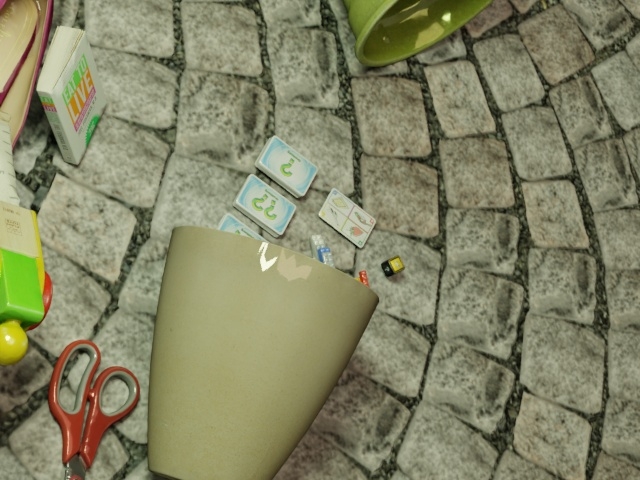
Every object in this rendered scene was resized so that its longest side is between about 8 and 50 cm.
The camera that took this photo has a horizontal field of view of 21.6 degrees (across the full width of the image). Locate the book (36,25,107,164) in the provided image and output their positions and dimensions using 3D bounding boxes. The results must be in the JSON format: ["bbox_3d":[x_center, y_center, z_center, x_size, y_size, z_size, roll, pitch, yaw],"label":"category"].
[{"bbox_3d":[-0.295,-0.170,1.985,0.035,0.144,0.096,11,61,13],"label":"book"}]

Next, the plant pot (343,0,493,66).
[{"bbox_3d":[0.099,-0.418,2.266,0.276,0.276,0.254,-24,75,-36],"label":"plant pot"}]

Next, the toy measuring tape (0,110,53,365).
[{"bbox_3d":[-0.353,0.005,1.770,0.121,0.121,0.330,10,44,-29],"label":"toy measuring tape"}]

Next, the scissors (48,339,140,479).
[{"bbox_3d":[-0.286,0.255,1.902,0.109,0.021,0.297,29,60,-23],"label":"scissors"}]

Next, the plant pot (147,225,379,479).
[{"bbox_3d":[-0.093,0.156,1.940,0.256,0.256,0.274,23,77,-24],"label":"plant pot"}]

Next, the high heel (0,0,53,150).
[{"bbox_3d":[-0.386,-0.135,1.880,0.127,0.181,0.377,16,64,-27],"label":"high heel"}]

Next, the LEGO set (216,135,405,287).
[{"bbox_3d":[0.000,0.000,2.153,0.244,0.060,0.182,38,60,-16],"label":"LEGO set"}]
